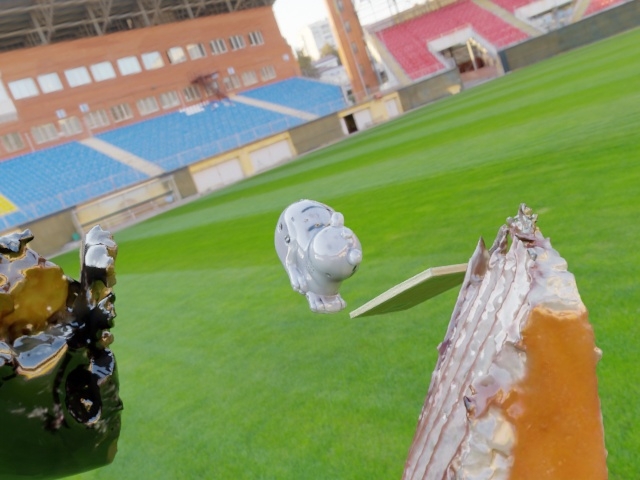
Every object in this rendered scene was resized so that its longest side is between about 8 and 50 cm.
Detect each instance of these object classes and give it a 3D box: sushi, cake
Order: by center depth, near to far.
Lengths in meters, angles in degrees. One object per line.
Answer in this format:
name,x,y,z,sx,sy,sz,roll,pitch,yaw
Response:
cake,0.102,0.121,0.336,0.135,0.287,0.098,1,-4,3
sushi,-0.268,0.079,0.431,0.204,0.200,0.213,3,11,-32

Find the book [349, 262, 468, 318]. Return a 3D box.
book,0.185,0.095,1.017,0.170,0.018,0.241,-4,-22,-36

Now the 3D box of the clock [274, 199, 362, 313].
clock,0.001,0.000,0.748,0.080,0.117,0.176,1,42,-31
